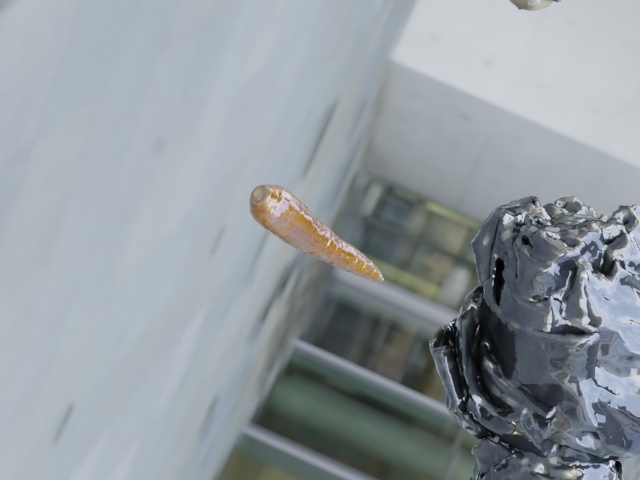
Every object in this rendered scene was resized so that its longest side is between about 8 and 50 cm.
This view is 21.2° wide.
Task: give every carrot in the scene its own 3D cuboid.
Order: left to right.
[{"bbox_3d":[0.000,0.000,1.809,0.216,0.048,0.048,35,75,-42],"label":"carrot"}]

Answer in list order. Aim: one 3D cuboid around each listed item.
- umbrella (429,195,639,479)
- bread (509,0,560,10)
[{"bbox_3d":[0.152,0.137,1.043,0.128,0.154,0.337,-145,-137,-63],"label":"umbrella"},{"bbox_3d":[0.205,-0.414,1.377,0.394,0.361,0.250,-32,-172,-21],"label":"bread"}]
